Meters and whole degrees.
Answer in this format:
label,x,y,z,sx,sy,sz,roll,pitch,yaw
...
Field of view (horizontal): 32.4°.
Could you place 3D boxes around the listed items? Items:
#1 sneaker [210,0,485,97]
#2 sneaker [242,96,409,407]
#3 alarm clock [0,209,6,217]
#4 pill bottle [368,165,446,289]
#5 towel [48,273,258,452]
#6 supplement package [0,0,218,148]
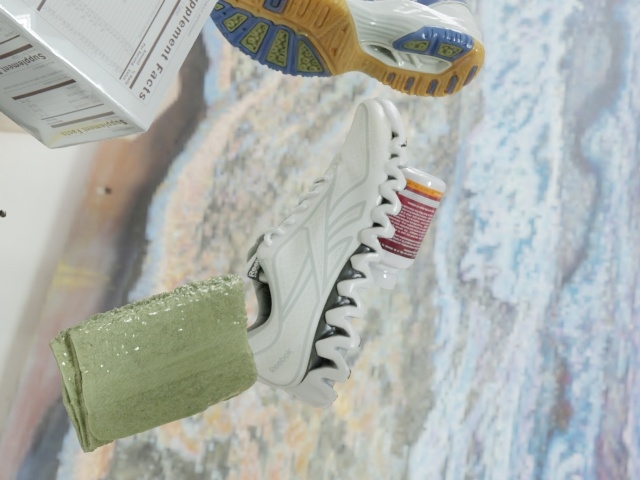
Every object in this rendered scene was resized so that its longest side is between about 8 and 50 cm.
label,x,y,z,sx,sy,sz,roll,pitch,yaw
sneaker,0.021,-0.235,1.109,0.112,0.296,0.131,-52,-147,45
sneaker,0.000,0.000,1.006,0.110,0.118,0.292,151,-43,-81
alarm clock,-0.396,-0.021,0.994,0.064,0.192,0.129,53,-11,47
pill bottle,0.093,-0.019,1.397,0.152,0.086,0.086,-67,169,8
towel,-0.118,0.087,0.805,0.027,0.148,0.110,40,-37,51
supplement package,-0.211,-0.189,0.744,0.244,0.133,0.139,42,61,-34
